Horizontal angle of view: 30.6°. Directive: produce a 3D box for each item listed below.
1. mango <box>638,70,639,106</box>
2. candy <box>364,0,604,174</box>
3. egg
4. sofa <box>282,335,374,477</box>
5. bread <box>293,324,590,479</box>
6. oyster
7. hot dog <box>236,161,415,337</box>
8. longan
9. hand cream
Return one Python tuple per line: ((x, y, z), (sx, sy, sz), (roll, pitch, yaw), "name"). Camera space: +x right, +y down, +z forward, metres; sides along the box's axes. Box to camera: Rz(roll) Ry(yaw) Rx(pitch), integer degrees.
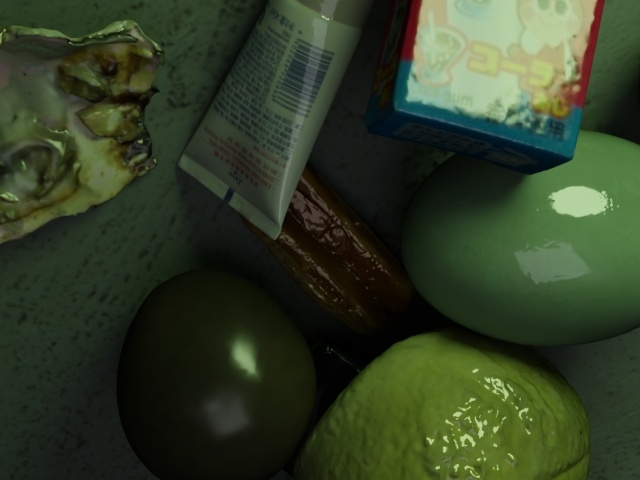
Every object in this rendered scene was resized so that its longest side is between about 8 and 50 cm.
((0.394, -0.119, 1.080), (0.249, 0.151, 0.156), (31, 72, -26), "mango")
((0.148, -0.222, 0.951), (0.157, 0.100, 0.305), (14, 83, -11), "candy")
((0.214, -0.004, 1.079), (0.283, 0.203, 0.202), (-5, 116, -5), "egg")
((-0.006, 0.171, 1.227), (0.085, 0.060, 0.147), (36, 107, -3), "sofa")
((0.129, 0.238, 1.133), (0.320, 0.237, 0.320), (-37, 154, -22), "bread")
((-0.304, -0.093, 1.044), (0.355, 0.107, 0.201), (-26, 137, -7), "oyster")
((0.000, 0.000, 1.135), (0.092, 0.062, 0.235), (-42, 109, -4), "hot dog")
((-0.100, 0.139, 1.121), (0.197, 0.196, 0.220), (4, 104, -9), "longan")
((-0.033, -0.135, 1.046), (0.083, 0.133, 0.247), (-4, 129, -55), "hand cream")
